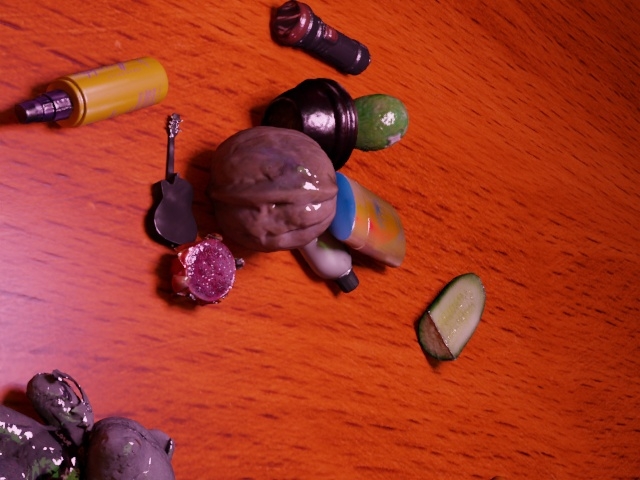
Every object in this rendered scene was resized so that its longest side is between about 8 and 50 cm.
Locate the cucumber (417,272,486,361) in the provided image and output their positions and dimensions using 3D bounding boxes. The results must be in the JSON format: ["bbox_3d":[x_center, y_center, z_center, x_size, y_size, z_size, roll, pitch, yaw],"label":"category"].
[{"bbox_3d":[0.275,0.149,2.195,0.115,0.063,0.244,57,40,-6],"label":"cucumber"}]

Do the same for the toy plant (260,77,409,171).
[{"bbox_3d":[0.022,-0.207,1.918,0.235,0.218,0.175,-8,92,-42],"label":"toy plant"}]

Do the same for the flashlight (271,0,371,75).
[{"bbox_3d":[0.010,-0.389,2.071,0.232,0.093,0.093,19,62,-46],"label":"flashlight"}]

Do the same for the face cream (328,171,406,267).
[{"bbox_3d":[0.081,-0.037,1.967,0.285,0.067,0.139,25,49,-64],"label":"face cream"}]

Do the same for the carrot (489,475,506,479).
[{"bbox_3d":[0.318,0.520,2.129,0.190,0.037,0.037,-19,91,-48],"label":"carrot"}]

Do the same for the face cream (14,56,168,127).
[{"bbox_3d":[-0.343,-0.215,1.582,0.273,0.078,0.078,-28,98,-51],"label":"face cream"}]

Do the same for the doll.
[{"bbox_3d":[-0.319,0.286,1.350,0.340,0.158,0.245,31,41,-36],"label":"doll"}]

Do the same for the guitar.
[{"bbox_3d":[-0.235,-0.100,1.708,0.088,0.025,0.233,21,61,-43],"label":"guitar"}]

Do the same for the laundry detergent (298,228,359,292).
[{"bbox_3d":[0.000,0.000,1.917,0.225,0.070,0.099,55,34,-19],"label":"laundry detergent"}]

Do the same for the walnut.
[{"bbox_3d":[-0.082,-0.084,1.744,0.224,0.224,0.224,22,59,-44],"label":"walnut"}]

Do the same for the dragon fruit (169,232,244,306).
[{"bbox_3d":[-0.193,0.047,1.673,0.126,0.068,0.112,-53,124,-35],"label":"dragon fruit"}]
